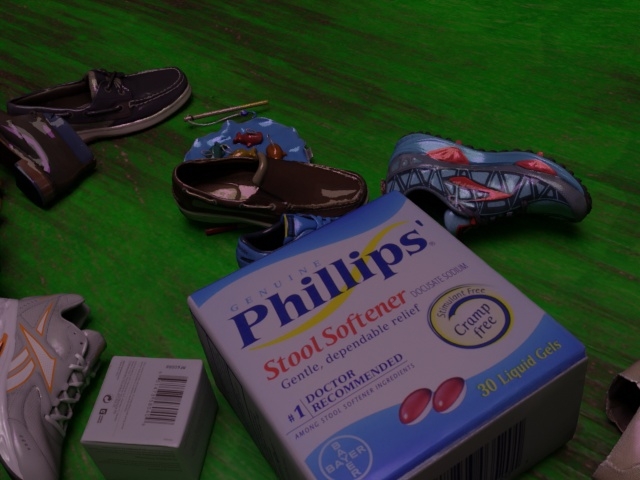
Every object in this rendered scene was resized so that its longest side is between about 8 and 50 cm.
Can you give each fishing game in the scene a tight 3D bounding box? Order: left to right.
[{"bbox_3d":[-0.107,-0.121,1.065,0.189,0.041,0.264,-10,48,-3],"label":"fishing game"}]

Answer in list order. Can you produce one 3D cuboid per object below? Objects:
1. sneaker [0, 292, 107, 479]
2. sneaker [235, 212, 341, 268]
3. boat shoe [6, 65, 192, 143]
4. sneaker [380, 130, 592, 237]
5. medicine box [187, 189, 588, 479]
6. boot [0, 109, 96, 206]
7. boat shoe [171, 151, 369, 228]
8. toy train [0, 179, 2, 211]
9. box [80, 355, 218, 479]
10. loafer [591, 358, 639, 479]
[{"bbox_3d":[-0.288,0.148,0.797,0.121,0.099,0.262,-14,47,-12],"label":"sneaker"},{"bbox_3d":[0.000,0.000,0.907,0.209,0.082,0.069,-13,44,-7],"label":"sneaker"},{"bbox_3d":[-0.342,-0.220,1.154,0.285,0.092,0.103,-20,47,-11],"label":"boat shoe"},{"bbox_3d":[0.201,-0.046,0.932,0.261,0.104,0.125,14,67,26],"label":"sneaker"},{"bbox_3d":[0.055,0.124,0.725,0.263,0.149,0.289,-28,46,-18],"label":"medicine box"},{"bbox_3d":[-0.430,-0.156,1.083,0.106,0.082,0.219,-37,85,-32],"label":"boot"},{"bbox_3d":[-0.066,-0.066,0.949,0.257,0.095,0.095,-2,63,3],"label":"boat shoe"},{"bbox_3d":[-0.512,-0.054,1.055,0.125,0.046,0.166,-23,45,-12],"label":"toy train"},{"bbox_3d":[-0.168,0.183,0.749,0.101,0.087,0.101,1,46,10],"label":"box"},{"bbox_3d":[0.329,0.142,0.711,0.092,0.102,0.269,19,52,16],"label":"loafer"}]
